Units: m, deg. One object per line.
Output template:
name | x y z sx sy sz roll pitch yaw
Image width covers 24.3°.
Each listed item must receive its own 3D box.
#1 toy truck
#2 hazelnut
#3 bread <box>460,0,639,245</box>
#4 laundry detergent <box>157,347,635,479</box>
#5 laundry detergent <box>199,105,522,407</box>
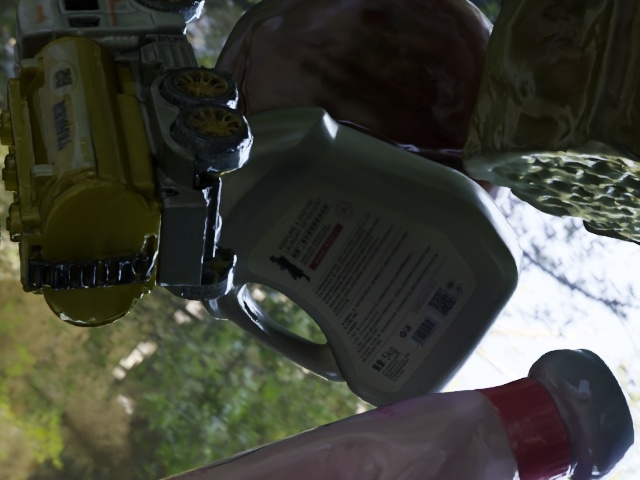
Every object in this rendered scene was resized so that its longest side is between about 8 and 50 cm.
toy truck | -0.105 -0.055 0.755 0.114 0.098 0.227 -1 -145 -15
hazelnut | 0.034 -0.108 1.537 0.315 0.372 0.372 29 -101 46
bread | 0.208 -0.121 0.856 0.238 0.196 0.252 22 -97 0
laundry detergent | 0.014 0.144 0.826 0.335 0.088 0.159 -18 -174 -14
laundry detergent | 0.000 0.000 1.027 0.181 0.253 0.091 -56 -172 22
